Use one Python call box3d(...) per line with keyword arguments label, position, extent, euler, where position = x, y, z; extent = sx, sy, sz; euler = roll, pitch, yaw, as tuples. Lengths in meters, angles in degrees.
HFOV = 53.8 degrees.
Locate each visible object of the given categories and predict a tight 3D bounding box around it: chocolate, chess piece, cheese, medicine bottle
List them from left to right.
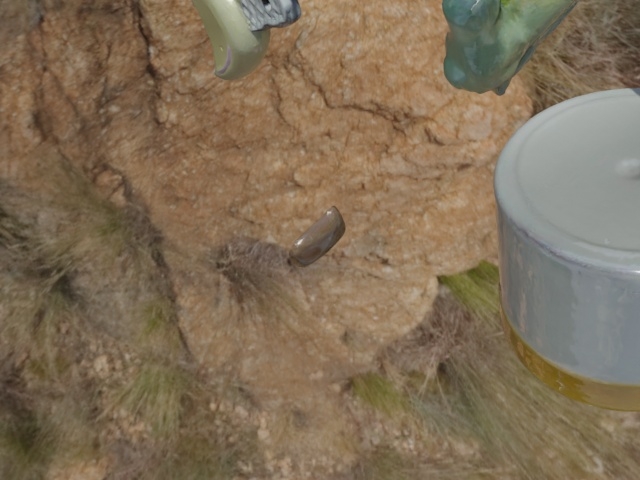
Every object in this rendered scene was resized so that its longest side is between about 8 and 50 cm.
box3d(label="cheese", position=(-0.074, -0.214, 0.601), extent=(0.050, 0.235, 0.127), euler=(-31, 114, -15))
box3d(label="chocolate", position=(0.000, 0.000, 0.918), extent=(0.101, 0.031, 0.064), euler=(-42, 147, -15))
box3d(label="chess piece", position=(0.230, -0.275, 0.639), extent=(0.176, 0.175, 0.298), euler=(35, 119, -14))
box3d(label="medicine bottle", position=(0.295, 0.011, 0.617), extent=(0.238, 0.237, 0.231), euler=(-10, 138, 9))
